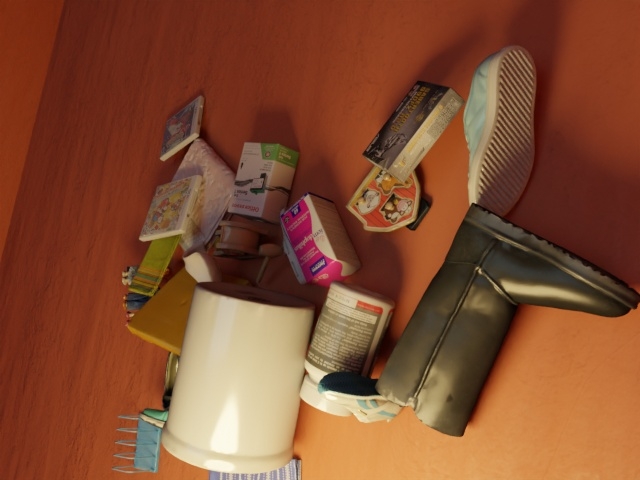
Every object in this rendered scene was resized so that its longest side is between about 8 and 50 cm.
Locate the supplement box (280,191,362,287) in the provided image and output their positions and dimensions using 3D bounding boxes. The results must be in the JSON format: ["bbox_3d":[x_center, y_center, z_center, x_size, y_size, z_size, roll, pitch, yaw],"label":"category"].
[{"bbox_3d":[0.000,0.000,1.591,0.111,0.114,0.220,-40,57,26],"label":"supplement box"}]

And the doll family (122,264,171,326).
[{"bbox_3d":[-0.562,0.167,2.017,0.163,0.118,0.263,-5,71,-3],"label":"doll family"}]

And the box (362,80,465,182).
[{"bbox_3d":[0.212,-0.259,1.439,0.231,0.056,0.183,-53,23,7],"label":"box"}]

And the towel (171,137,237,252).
[{"bbox_3d":[-0.406,-0.138,2.028,0.332,0.053,0.317,46,109,38],"label":"towel"}]

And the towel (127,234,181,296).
[{"bbox_3d":[-0.531,0.063,1.976,0.102,0.021,0.237,11,67,24],"label":"towel"}]

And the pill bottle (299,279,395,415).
[{"bbox_3d":[0.057,0.250,1.439,0.161,0.161,0.283,20,92,43],"label":"pill bottle"}]

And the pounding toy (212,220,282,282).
[{"bbox_3d":[-0.235,0.034,1.730,0.269,0.154,0.155,-9,72,57],"label":"pounding toy"}]

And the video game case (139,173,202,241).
[{"bbox_3d":[-0.491,-0.105,2.006,0.227,0.026,0.206,-9,58,40],"label":"video game case"}]

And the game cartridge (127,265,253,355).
[{"bbox_3d":[-0.392,0.200,1.824,0.323,0.053,0.285,10,48,45],"label":"game cartridge"}]

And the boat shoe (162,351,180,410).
[{"bbox_3d":[-0.438,0.472,1.864,0.114,0.091,0.303,-8,73,39],"label":"boat shoe"}]

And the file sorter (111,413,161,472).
[{"bbox_3d":[-0.582,0.639,1.939,0.118,0.104,0.170,-8,73,39],"label":"file sorter"}]

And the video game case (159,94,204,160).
[{"bbox_3d":[-0.487,-0.395,2.158,0.201,0.023,0.183,-26,49,34],"label":"video game case"}]

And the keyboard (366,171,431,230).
[{"bbox_3d":[0.184,-0.088,1.513,0.108,0.023,0.180,-53,49,9],"label":"keyboard"}]

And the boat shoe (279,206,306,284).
[{"bbox_3d":[-0.074,0.015,1.670,0.076,0.083,0.226,-39,56,26],"label":"boat shoe"}]

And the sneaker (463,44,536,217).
[{"bbox_3d":[0.374,-0.225,1.336,0.150,0.135,0.366,-164,85,-74],"label":"sneaker"}]

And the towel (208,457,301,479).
[{"bbox_3d":[-0.187,0.681,1.623,0.336,0.040,0.243,-8,74,40],"label":"towel"}]

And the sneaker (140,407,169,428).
[{"bbox_3d":[-0.382,0.499,1.771,0.275,0.107,0.110,-2,67,10],"label":"sneaker"}]

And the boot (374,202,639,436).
[{"bbox_3d":[0.345,0.201,1.208,0.367,0.146,0.445,34,103,35],"label":"boot"}]

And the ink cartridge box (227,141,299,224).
[{"bbox_3d":[-0.168,-0.168,1.796,0.160,0.092,0.219,10,85,43],"label":"ink cartridge box"}]

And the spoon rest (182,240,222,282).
[{"bbox_3d":[-0.352,0.078,1.812,0.276,0.084,0.137,-141,36,-63],"label":"spoon rest"}]

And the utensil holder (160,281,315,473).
[{"bbox_3d":[-0.192,0.319,1.507,0.327,0.327,0.385,13,92,43],"label":"utensil holder"}]

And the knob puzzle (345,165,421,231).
[{"bbox_3d":[0.164,-0.105,1.501,0.213,0.030,0.213,-14,65,33],"label":"knob puzzle"}]

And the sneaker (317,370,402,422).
[{"bbox_3d":[0.090,0.349,1.340,0.092,0.228,0.087,-64,30,17],"label":"sneaker"}]
